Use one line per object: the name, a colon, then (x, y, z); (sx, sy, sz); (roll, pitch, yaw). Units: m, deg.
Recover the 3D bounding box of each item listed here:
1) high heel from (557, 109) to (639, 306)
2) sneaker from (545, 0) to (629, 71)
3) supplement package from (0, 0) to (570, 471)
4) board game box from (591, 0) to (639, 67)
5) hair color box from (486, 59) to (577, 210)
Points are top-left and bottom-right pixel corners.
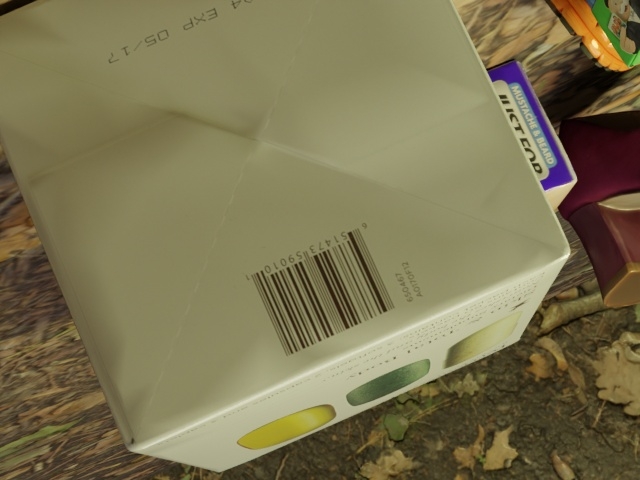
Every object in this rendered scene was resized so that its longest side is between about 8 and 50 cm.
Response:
high heel: (0.276, -0.108, 1.064); (0.127, 0.181, 0.377); (-1, 151, -25)
sneaker: (0.230, -0.151, 0.890); (0.087, 0.083, 0.221); (-39, 164, 33)
supplement package: (-0.017, -0.016, 0.708); (0.199, 0.198, 0.262); (-24, 168, -1)
board game box: (0.312, -0.212, 0.738); (0.317, 0.046, 0.213); (-21, 157, -19)
hair color box: (0.000, 0.000, 1.045); (0.339, 0.110, 0.185); (-23, 167, -10)
